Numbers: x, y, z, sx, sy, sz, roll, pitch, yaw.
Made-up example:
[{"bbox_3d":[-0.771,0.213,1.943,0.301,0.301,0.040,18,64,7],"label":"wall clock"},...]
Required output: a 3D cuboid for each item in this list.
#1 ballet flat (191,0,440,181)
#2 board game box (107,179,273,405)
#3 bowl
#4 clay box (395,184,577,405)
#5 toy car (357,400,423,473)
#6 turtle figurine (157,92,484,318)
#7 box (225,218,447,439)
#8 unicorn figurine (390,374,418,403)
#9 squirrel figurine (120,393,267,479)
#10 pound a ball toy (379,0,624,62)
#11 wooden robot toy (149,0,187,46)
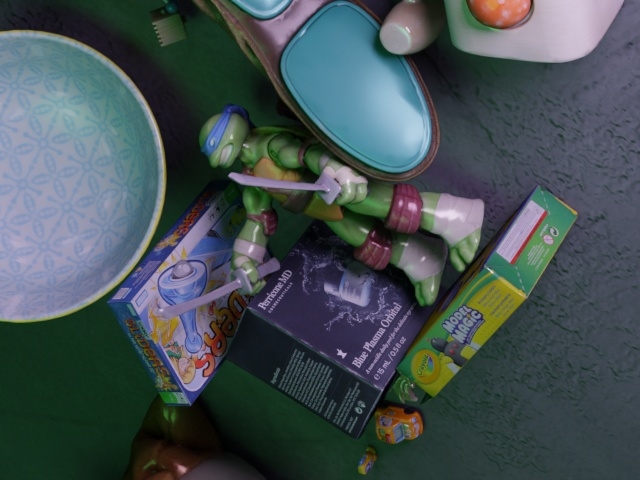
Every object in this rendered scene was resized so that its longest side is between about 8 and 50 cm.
[{"bbox_3d":[-0.027,-0.185,1.575,0.342,0.116,0.124,43,175,0],"label":"ballet flat"},{"bbox_3d":[-0.122,0.052,1.789,0.035,0.201,0.136,-3,126,37],"label":"board game box"},{"bbox_3d":[-0.292,-0.065,1.809,0.289,0.289,0.156,36,-178,1],"label":"bowl"},{"bbox_3d":[0.148,0.057,1.661,0.053,0.127,0.222,38,139,0],"label":"clay box"},{"bbox_3d":[0.075,0.228,1.939,0.060,0.040,0.122,24,138,14],"label":"toy car"},{"bbox_3d":[0.000,0.000,1.625,0.266,0.274,0.198,20,115,-12],"label":"turtle figurine"},{"bbox_3d":[0.017,0.085,1.756,0.158,0.156,0.093,31,139,8],"label":"box"},{"bbox_3d":[0.029,0.113,1.859,0.162,0.060,0.111,10,134,6],"label":"unicorn figurine"},{"bbox_3d":[-0.220,0.427,2.080,0.281,0.370,0.397,41,140,-6],"label":"squirrel figurine"},{"bbox_3d":[0.114,-0.262,1.379,0.208,0.136,0.319,10,132,28],"label":"pound a ball toy"},{"bbox_3d":[-0.185,-0.248,1.627,0.079,0.076,0.173,-21,139,1],"label":"wooden robot toy"}]
